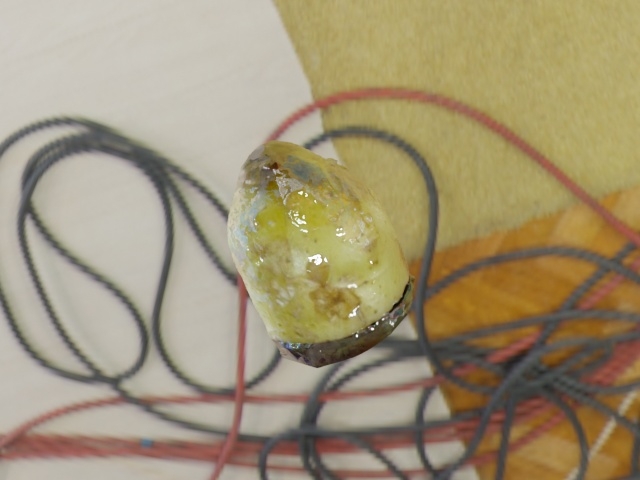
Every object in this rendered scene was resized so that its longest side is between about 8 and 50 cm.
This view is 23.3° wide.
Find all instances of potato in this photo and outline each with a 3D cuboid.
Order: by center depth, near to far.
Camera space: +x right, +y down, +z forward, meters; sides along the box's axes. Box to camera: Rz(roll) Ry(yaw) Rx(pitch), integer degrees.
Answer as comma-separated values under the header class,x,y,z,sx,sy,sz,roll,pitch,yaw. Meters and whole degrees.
class,x,y,z,sx,sy,sz,roll,pitch,yaw
potato,0.000,0.000,0.825,0.066,0.096,0.103,4,137,48
